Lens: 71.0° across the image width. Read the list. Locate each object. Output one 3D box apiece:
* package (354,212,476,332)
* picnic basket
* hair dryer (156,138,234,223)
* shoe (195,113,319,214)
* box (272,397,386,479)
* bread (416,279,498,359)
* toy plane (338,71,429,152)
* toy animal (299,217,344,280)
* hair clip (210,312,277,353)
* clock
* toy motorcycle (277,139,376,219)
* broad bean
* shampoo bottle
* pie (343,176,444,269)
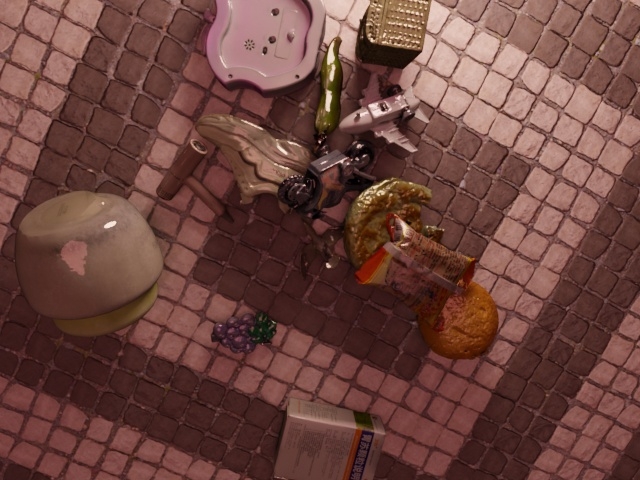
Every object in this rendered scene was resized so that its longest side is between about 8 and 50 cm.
[{"bbox_3d":[0.252,0.087,1.183,0.288,0.108,0.223,29,94,1],"label":"package"},{"bbox_3d":[0.170,-0.528,1.132,0.154,0.196,0.134,10,99,-4],"label":"picnic basket"},{"bbox_3d":[-0.304,-0.137,1.212,0.220,0.053,0.195,37,122,-16],"label":"hair dryer"},{"bbox_3d":[-0.186,-0.196,1.196,0.342,0.132,0.210,23,94,-10],"label":"shoe"},{"bbox_3d":[0.024,0.613,1.349,0.299,0.106,0.200,13,98,-7],"label":"box"},{"bbox_3d":[0.388,0.219,1.289,0.240,0.139,0.240,-1,99,-4],"label":"bread"},{"bbox_3d":[0.164,-0.335,1.177,0.255,0.101,0.251,-21,79,-20],"label":"toy plane"},{"bbox_3d":[0.000,0.000,1.255,0.219,0.095,0.155,-37,109,1],"label":"toy animal"},{"bbox_3d":[-0.221,0.272,1.318,0.195,0.052,0.124,-9,109,-10],"label":"hair clip"},{"bbox_3d":[-0.150,-0.542,1.159,0.339,0.102,0.338,0,99,-3],"label":"clock"},{"bbox_3d":[0.022,-0.149,1.176,0.307,0.108,0.173,-28,141,-23],"label":"toy motorcycle"},{"bbox_3d":[0.026,-0.383,1.177,0.061,0.077,0.339,-4,71,29],"label":"broad bean"},{"bbox_3d":[-0.563,0.050,1.112,0.322,0.322,0.317,-2,120,-3],"label":"shampoo bottle"},{"bbox_3d":[0.199,-0.028,1.249,0.303,0.067,0.302,-5,105,-18],"label":"pie"}]
